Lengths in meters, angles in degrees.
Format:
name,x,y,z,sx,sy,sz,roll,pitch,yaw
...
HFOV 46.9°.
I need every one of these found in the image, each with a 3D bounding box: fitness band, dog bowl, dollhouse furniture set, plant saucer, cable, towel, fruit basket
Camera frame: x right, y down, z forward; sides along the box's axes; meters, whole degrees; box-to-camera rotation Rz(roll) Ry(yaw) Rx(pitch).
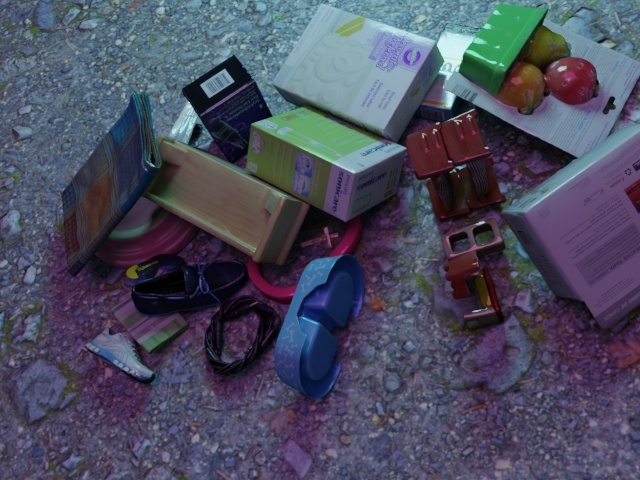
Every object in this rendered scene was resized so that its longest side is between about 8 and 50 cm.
name,x,y,z,sx,sy,sz,roll,pitch,yaw
fitness band,-0.037,0.004,1.634,0.209,0.054,0.291,34,77,28
dog bowl,-0.003,0.165,1.481,0.074,0.166,0.297,6,64,31
dollhouse furniture set,0.301,-0.039,1.458,0.152,0.201,0.374,-19,60,14
plant saucer,-0.437,-0.095,1.784,0.332,0.084,0.332,-7,62,13
cable,-0.180,0.201,1.574,0.150,0.047,0.184,29,74,27
towel,-0.485,-0.129,1.669,0.370,0.040,0.271,-44,45,27
towel,-0.381,0.175,1.647,0.113,0.023,0.152,-36,60,-23
fruit basket,0.490,-0.352,1.625,0.353,0.165,0.327,32,64,7

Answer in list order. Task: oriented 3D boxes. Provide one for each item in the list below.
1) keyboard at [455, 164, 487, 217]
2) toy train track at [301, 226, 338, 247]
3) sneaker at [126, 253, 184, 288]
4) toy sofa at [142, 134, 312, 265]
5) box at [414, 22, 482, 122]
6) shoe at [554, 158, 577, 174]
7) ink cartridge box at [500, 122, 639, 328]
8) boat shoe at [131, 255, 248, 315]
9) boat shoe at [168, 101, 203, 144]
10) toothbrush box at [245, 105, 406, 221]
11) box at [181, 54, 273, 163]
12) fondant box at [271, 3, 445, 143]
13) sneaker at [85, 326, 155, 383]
name,x,y,z,sx,sy,sz,roll,pitch,yaw
keyboard,0.298,-0.162,1.650,0.072,0.014,0.256,-26,59,-4
toy train track,0.000,0.000,1.593,0.083,0.014,0.048,-16,69,12
sneaker,-0.375,0.073,1.682,0.144,0.059,0.053,-22,40,-36
toy sofa,-0.208,-0.087,1.619,0.362,0.177,0.150,27,96,20
box,0.305,-0.396,1.741,0.100,0.060,0.244,17,69,23
shoe,0.575,-0.122,1.519,0.178,0.081,0.063,13,77,-10
ink cartridge box,0.556,-0.029,1.407,0.309,0.130,0.272,-34,95,-3
boat shoe,-0.285,0.102,1.618,0.258,0.089,0.109,-22,55,-9
boat shoe,-0.330,-0.297,1.873,0.063,0.066,0.184,27,48,-10
toothbrush box,0.010,-0.178,1.621,0.283,0.122,0.206,26,34,27
box,-0.209,-0.309,1.759,0.153,0.207,0.108,-35,59,-2
fondant box,0.085,-0.390,1.719,0.330,0.096,0.238,28,84,28
sneaker,-0.425,0.243,1.612,0.190,0.071,0.083,25,66,26
